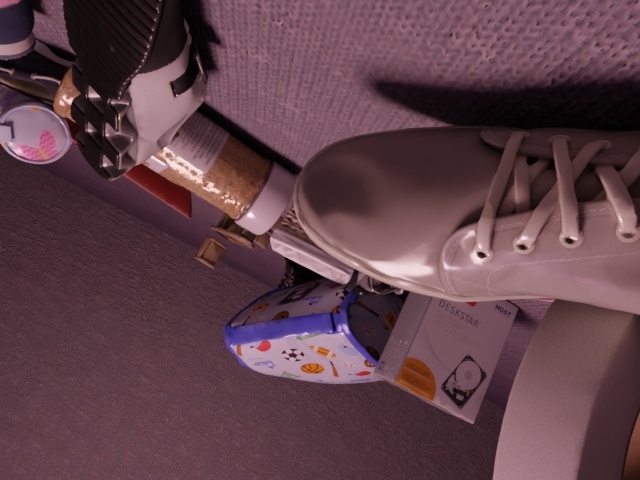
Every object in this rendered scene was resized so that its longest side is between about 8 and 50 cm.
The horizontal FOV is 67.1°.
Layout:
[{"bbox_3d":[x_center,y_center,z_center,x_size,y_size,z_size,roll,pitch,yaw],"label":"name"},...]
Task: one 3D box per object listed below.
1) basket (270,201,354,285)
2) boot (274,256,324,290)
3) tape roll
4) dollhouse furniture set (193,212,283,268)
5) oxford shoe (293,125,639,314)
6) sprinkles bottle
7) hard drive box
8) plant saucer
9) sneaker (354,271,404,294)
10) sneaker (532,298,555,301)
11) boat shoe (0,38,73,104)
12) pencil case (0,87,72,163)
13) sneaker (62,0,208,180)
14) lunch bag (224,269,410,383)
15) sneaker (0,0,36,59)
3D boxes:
[{"bbox_3d":[0.000,0.000,0.929,0.167,0.103,0.113,26,166,4],"label":"basket"},{"bbox_3d":[-0.089,0.124,1.268,0.091,0.229,0.263,40,177,37],"label":"boot"},{"bbox_3d":[0.316,0.209,0.492,0.392,0.392,0.072,36,163,-34],"label":"tape roll"},{"bbox_3d":[-0.150,0.004,1.061,0.101,0.182,0.161,15,162,41],"label":"dollhouse furniture set"},{"bbox_3d":[0.180,-0.025,0.364,0.449,0.169,0.130,13,165,23],"label":"oxford shoe"},{"bbox_3d":[-0.211,-0.146,0.749,0.355,0.121,0.121,33,166,-20],"label":"sprinkles bottle"},{"bbox_3d":[0.233,0.186,0.897,0.181,0.232,0.089,30,166,-13],"label":"hard drive box"},{"bbox_3d":[-0.375,-0.177,0.961,0.258,0.048,0.259,40,-177,-42],"label":"plant saucer"},{"bbox_3d":[0.071,0.019,0.798,0.228,0.132,0.086,32,166,-21],"label":"sneaker"},{"bbox_3d":[0.301,0.050,0.649,0.077,0.072,0.178,19,178,-18],"label":"sneaker"},{"bbox_3d":[-0.420,-0.250,0.820,0.302,0.091,0.114,24,166,13],"label":"boat shoe"},{"bbox_3d":[-0.573,-0.241,0.957,0.124,0.114,0.273,12,-163,-39],"label":"pencil case"},{"bbox_3d":[-0.187,-0.207,0.535,0.122,0.146,0.330,52,143,4],"label":"sneaker"},{"bbox_3d":[0.023,0.206,1.107,0.327,0.239,0.385,-15,159,32],"label":"lunch bag"},{"bbox_3d":[-0.524,-0.345,0.588,0.319,0.112,0.131,14,146,-20],"label":"sneaker"}]
